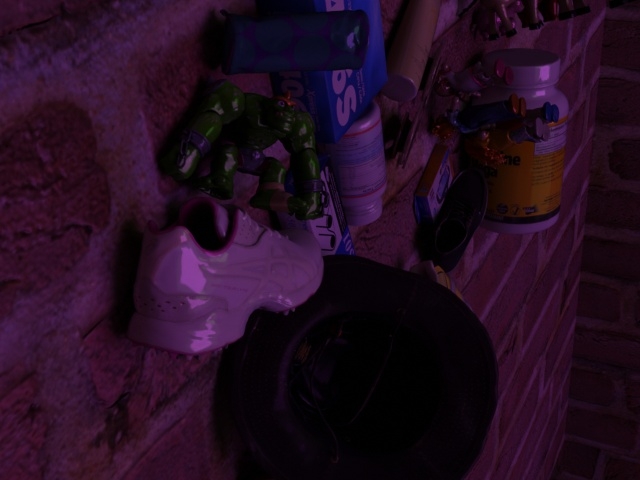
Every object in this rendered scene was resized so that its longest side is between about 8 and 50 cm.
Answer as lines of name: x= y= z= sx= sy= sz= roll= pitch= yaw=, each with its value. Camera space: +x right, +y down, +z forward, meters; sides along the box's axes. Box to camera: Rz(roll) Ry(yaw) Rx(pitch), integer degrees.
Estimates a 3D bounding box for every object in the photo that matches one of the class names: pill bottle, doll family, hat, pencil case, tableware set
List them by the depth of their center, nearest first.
pencil case: x=-0.027 y=-0.205 z=0.910 sx=0.070 sy=0.152 sz=0.064 roll=-123 pitch=-149 yaw=-63
hat: x=0.045 y=0.181 z=1.106 sx=0.134 sy=0.331 sz=0.331 roll=145 pitch=-38 yaw=-75
pill bottle: x=0.042 y=-0.102 z=1.162 sx=0.087 sy=0.087 sz=0.160 roll=-54 pitch=145 yaw=-43
tableware set: x=0.143 y=-0.214 z=1.385 sx=0.128 sy=0.039 sz=0.194 roll=61 pitch=49 yaw=-82
doll family: x=0.283 y=-0.203 z=1.523 sx=0.263 sy=0.163 sz=0.118 roll=27 pitch=63 yaw=-43
pill bottle: x=0.384 y=-0.195 z=1.736 sx=0.188 sy=0.188 sz=0.333 roll=-42 pitch=136 yaw=-53

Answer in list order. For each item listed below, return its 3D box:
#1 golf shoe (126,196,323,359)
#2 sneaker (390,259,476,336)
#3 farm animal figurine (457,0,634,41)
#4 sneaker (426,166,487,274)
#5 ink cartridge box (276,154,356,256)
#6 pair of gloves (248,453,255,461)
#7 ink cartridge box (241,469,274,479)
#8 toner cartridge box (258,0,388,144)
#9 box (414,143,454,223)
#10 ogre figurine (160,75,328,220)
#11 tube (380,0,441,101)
golf shoe: x=-0.082 y=0.015 z=0.923 sx=0.306 sy=0.115 sz=0.140 roll=-30 pitch=123 yaw=-60
sneaker: x=0.112 y=0.166 z=1.411 sx=0.385 sy=0.145 sz=0.147 roll=-40 pitch=104 yaw=-51
farm animal figurine: x=0.434 y=-0.491 z=1.630 sx=0.330 sy=0.327 sz=0.172 roll=-39 pitch=117 yaw=-63
sneaker: x=0.260 y=-0.050 z=1.619 sx=0.118 sy=0.083 sz=0.222 roll=87 pitch=22 yaw=-71
ink cartridge box: x=0.000 y=0.000 z=1.143 sx=0.097 sy=0.046 sz=0.207 roll=-66 pitch=151 yaw=-41
pair of gloves: x=-0.048 y=0.191 z=1.165 sx=0.159 sy=0.023 sz=0.198 roll=-22 pitch=115 yaw=-59
ink cartridge box: x=0.026 y=0.401 z=1.214 sx=0.306 sy=0.131 sz=0.226 roll=-3 pitch=81 yaw=-63
toner cartridge box: x=-0.002 y=-0.299 z=1.002 sx=0.165 sy=0.075 sz=0.347 roll=-56 pitch=146 yaw=-42
box: x=0.202 y=-0.095 z=1.580 sx=0.081 sy=0.028 sz=0.136 roll=67 pitch=40 yaw=-51
ogre figurine: x=-0.070 y=-0.096 z=0.919 sx=0.197 sy=0.097 sz=0.118 roll=11 pitch=78 yaw=-21
tube: x=0.147 y=-0.318 z=1.338 sx=0.070 sy=0.062 sz=0.240 roll=-42 pitch=-156 yaw=57
